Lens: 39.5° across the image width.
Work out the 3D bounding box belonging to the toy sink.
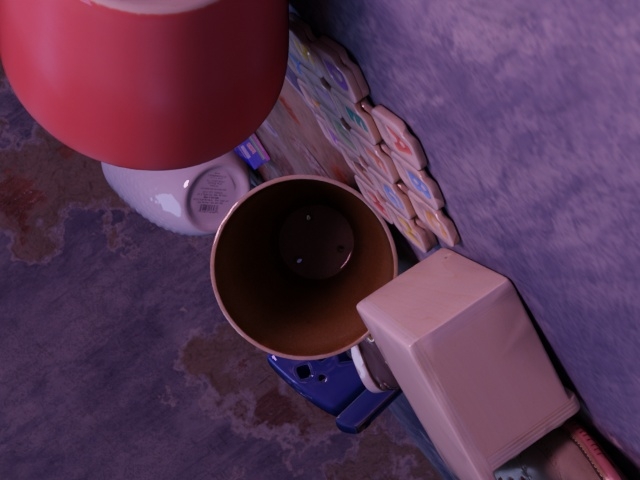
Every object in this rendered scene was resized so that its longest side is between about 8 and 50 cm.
[{"bbox_3d":[0.165,0.145,0.938,0.234,0.131,0.153,61,171,-18],"label":"toy sink"}]

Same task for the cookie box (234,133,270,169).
[{"bbox_3d":[-0.151,-0.196,1.714,0.092,0.040,0.107,58,172,-35],"label":"cookie box"}]

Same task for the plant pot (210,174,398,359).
[{"bbox_3d":[-0.013,0.021,1.244,0.237,0.237,0.254,54,-173,-3],"label":"plant pot"}]

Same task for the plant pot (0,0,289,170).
[{"bbox_3d":[-0.145,-0.219,0.744,0.275,0.275,0.243,53,164,4],"label":"plant pot"}]

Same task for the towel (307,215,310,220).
[{"bbox_3d":[0.000,0.000,1.531,0.113,0.023,0.152,58,-165,-26],"label":"towel"}]

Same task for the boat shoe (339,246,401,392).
[{"bbox_3d":[0.078,0.104,1.452,0.096,0.116,0.324,-12,110,36],"label":"boat shoe"}]

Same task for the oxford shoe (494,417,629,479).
[{"bbox_3d":[0.246,0.268,1.006,0.123,0.130,0.348,54,173,-4],"label":"oxford shoe"}]

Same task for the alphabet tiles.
[{"bbox_3d":[0.042,-0.108,0.953,0.278,0.021,0.284,46,169,47],"label":"alphabet tiles"}]

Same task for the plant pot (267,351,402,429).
[{"bbox_3d":[0.058,0.237,1.721,0.212,0.236,0.236,46,171,13],"label":"plant pot"}]

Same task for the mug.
[{"bbox_3d":[-0.277,-0.142,2.068,0.374,0.276,0.328,19,-170,-41],"label":"mug"}]
